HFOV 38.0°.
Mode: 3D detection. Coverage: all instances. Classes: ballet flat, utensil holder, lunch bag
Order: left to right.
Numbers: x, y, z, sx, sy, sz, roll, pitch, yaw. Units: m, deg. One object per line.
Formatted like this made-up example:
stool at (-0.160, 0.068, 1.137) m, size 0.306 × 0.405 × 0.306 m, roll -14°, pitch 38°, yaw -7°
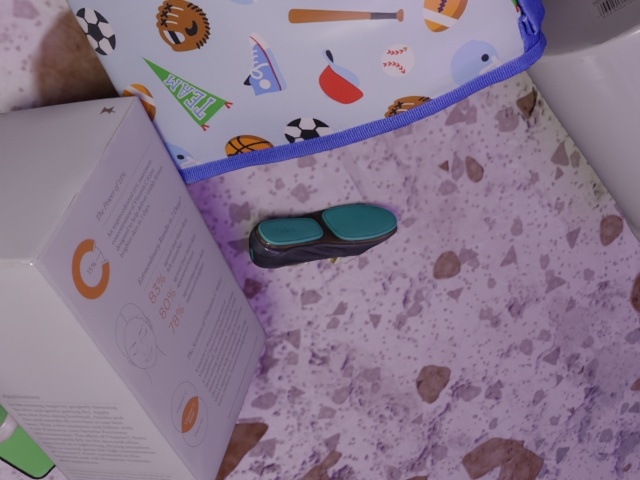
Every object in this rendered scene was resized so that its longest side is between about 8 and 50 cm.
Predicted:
lunch bag at (-0.018, -0.263, 0.850) m, size 0.385 × 0.239 × 0.328 m, roll -11°, pitch 125°, yaw 27°
ballet flat at (0.000, 0.000, 1.152) m, size 0.203 × 0.074 × 0.074 m, roll -8°, pitch 113°, yaw -31°
utensil holder at (0.453, -0.204, 1.149) m, size 0.327 × 0.327 × 0.385 m, roll -47°, pitch 120°, yaw -3°

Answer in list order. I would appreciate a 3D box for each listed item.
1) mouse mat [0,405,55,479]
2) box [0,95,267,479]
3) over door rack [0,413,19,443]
mouse mat at (-0.315, 0.176, 1.073) m, size 0.190 × 0.007 × 0.152 m, roll -46°, pitch 122°, yaw -2°
box at (-0.212, 0.066, 0.910) m, size 0.215 × 0.168 × 0.345 m, roll -71°, pitch 149°, yaw -42°
over door rack at (-0.493, 0.181, 0.923) m, size 0.324 × 0.108 × 0.239 m, roll -35°, pitch 126°, yaw 19°
